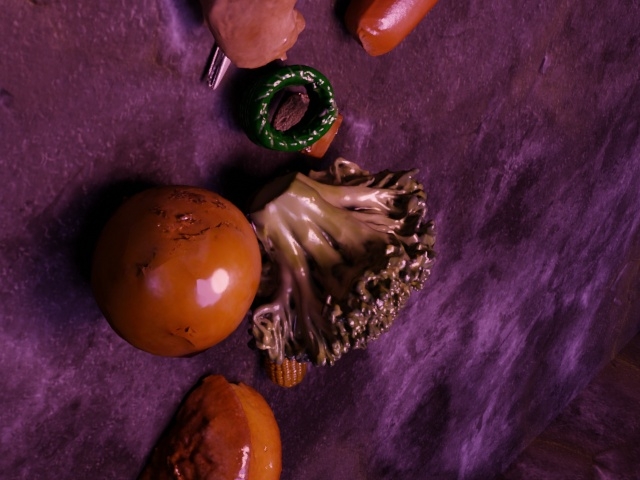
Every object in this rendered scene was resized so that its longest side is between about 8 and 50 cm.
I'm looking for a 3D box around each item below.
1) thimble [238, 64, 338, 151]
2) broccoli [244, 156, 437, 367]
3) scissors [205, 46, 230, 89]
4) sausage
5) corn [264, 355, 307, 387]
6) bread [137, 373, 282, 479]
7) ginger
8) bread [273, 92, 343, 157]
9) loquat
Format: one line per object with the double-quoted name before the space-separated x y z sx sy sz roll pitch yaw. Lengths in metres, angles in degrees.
"thimble" -0.045 -0.184 1.474 0.130 0.090 0.118 -8 98 -20
"broccoli" 0.013 0.018 1.571 0.334 0.272 0.324 -21 -171 24
"scissors" -0.111 -0.282 1.396 0.085 0.022 0.176 12 107 -51
"sausage" 0.141 -0.390 1.555 0.274 0.105 0.105 -50 148 -8
"corn" -0.057 0.159 1.814 0.080 0.080 0.231 -30 141 -34
"bread" -0.178 0.411 1.794 0.194 0.179 0.340 18 105 -57
"ginger" -0.065 -0.343 1.296 0.152 0.138 0.267 -4 127 -55
"bread" -0.019 -0.171 1.574 0.083 0.077 0.070 -63 159 10
"loquat" -0.189 0.038 1.401 0.235 0.235 0.235 -33 142 -31
